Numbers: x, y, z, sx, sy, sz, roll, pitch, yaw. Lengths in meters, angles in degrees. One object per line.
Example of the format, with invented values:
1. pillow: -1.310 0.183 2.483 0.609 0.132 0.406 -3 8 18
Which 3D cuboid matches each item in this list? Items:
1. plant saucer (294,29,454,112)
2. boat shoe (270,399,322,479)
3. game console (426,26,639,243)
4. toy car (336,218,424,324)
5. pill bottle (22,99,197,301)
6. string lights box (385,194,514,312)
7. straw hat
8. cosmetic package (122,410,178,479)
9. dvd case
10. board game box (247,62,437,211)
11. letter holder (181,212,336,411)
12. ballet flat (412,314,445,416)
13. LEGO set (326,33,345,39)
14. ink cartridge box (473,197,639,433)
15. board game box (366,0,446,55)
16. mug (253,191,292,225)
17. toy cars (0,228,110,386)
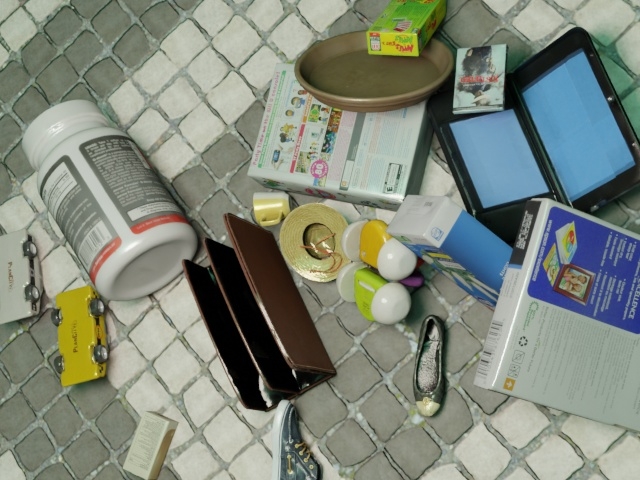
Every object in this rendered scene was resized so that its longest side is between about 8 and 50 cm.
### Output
1. plant saucer: 0.093 -0.294 1.747 0.277 0.041 0.278 -3 36 2
2. boat shoe: -0.038 0.372 1.759 0.083 0.065 0.183 2 89 17
3. game console: 0.349 -0.172 1.660 0.250 0.173 0.293 -14 71 -15
4. toy car: 0.119 0.050 1.730 0.159 0.136 0.182 28 118 51
5. pill bottle: -0.406 -0.082 1.909 0.210 0.210 0.363 -39 68 9
6. string lights box: 0.245 0.029 1.609 0.259 0.133 0.077 36 80 -20
7. straw hat: 0.000 0.000 1.822 0.144 0.061 0.144 3 100 15
8. cosmetic package: -0.315 0.380 1.869 0.060 0.041 0.115 20 86 22
9. dvd case: 0.269 -0.271 1.691 0.087 0.013 0.119 -1 73 24
10. board game box: 0.042 -0.188 1.828 0.303 0.097 0.224 12 82 21
11. letter holder: -0.129 0.127 1.760 0.152 0.214 0.302 -30 71 12
12. ballet flat: 0.182 0.212 1.717 0.057 0.049 0.173 -1 79 21
13. LEGO set: 0.025 -0.358 1.913 0.083 0.023 0.054 -31 67 26
14. ink cartridge box: 0.418 0.123 1.579 0.072 0.307 0.304 5 77 65
15. board game box: 0.155 -0.388 1.796 0.092 0.043 0.181 7 37 21
16. mug: -0.086 -0.056 1.868 0.064 0.062 0.078 -7 69 10
17. toy cars: -0.526 0.134 1.979 0.393 0.087 0.176 36 87 26
